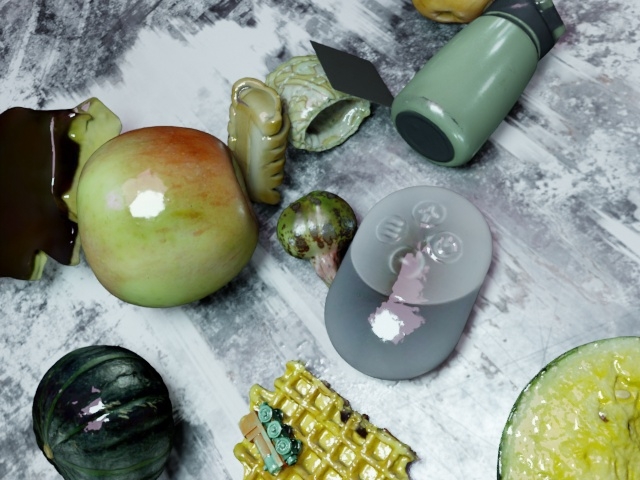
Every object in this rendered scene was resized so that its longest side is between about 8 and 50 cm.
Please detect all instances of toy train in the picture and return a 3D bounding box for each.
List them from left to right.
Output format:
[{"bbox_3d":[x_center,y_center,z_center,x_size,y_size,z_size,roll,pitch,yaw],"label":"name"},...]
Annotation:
[{"bbox_3d":[-0.073,0.290,0.869,0.064,0.044,0.103,-41,57,4],"label":"toy train"}]

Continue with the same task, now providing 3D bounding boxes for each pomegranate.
[{"bbox_3d":[-0.001,-0.007,1.006,0.138,0.125,0.163,-17,62,-4],"label":"pomegranate"}]

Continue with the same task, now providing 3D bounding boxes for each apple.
[{"bbox_3d":[-0.249,-0.043,1.004,0.278,0.319,0.318,-8,62,-3],"label":"apple"},{"bbox_3d":[0.260,-0.504,1.133,0.199,0.199,0.199,-7,64,15],"label":"apple"}]

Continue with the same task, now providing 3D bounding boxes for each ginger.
[{"bbox_3d":[-0.546,-0.070,1.197,0.414,0.211,0.358,-26,74,15],"label":"ginger"}]

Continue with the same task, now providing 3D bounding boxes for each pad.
[{"bbox_3d":[0.061,-0.311,1.108,0.211,0.143,0.003,-107,36,-48],"label":"pad"}]

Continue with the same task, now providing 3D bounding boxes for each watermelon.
[{"bbox_3d":[0.369,0.297,0.707,0.331,0.189,0.330,-5,67,11],"label":"watermelon"}]

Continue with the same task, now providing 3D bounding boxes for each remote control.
[{"bbox_3d":[0.139,0.059,0.941,0.221,0.103,0.331,19,75,24],"label":"remote control"}]

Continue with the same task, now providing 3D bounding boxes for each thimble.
[{"bbox_3d":[-0.004,-0.264,1.124,0.191,0.137,0.143,-26,55,-22],"label":"thimble"}]

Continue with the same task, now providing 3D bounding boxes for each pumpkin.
[{"bbox_3d":[-0.332,0.287,0.942,0.250,0.216,0.249,-4,85,43],"label":"pumpkin"}]

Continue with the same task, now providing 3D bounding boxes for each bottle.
[{"bbox_3d":[0.283,-0.297,1.032,0.169,0.168,0.347,34,75,28],"label":"bottle"}]

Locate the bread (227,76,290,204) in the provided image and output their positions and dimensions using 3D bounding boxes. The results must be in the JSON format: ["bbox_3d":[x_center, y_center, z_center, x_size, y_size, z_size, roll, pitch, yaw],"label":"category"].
[{"bbox_3d":[-0.111,-0.172,1.077,0.081,0.225,0.134,-20,45,-37],"label":"bread"}]

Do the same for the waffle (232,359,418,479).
[{"bbox_3d":[0.006,0.325,0.883,0.284,0.065,0.309,-15,64,14],"label":"waffle"}]
